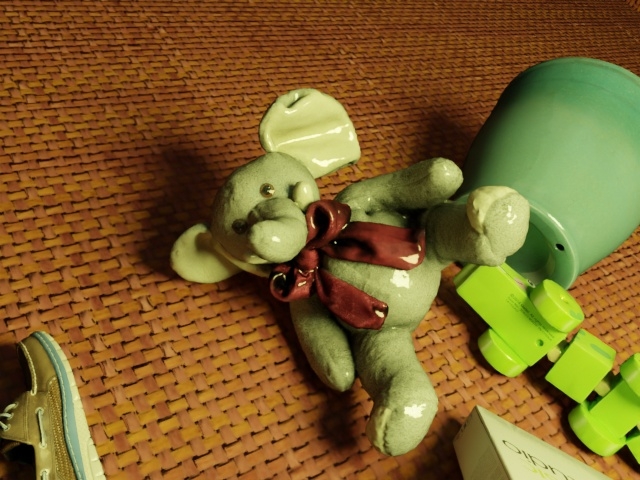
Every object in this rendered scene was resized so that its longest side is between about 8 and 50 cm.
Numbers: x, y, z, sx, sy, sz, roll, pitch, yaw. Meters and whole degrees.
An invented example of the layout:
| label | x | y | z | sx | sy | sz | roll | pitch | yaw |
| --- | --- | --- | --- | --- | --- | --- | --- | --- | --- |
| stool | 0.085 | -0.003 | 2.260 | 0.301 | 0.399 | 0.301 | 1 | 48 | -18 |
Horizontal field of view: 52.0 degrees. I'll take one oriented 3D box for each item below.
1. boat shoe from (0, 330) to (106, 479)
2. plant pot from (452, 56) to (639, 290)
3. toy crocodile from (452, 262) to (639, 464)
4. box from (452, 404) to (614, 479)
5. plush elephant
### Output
| label | x | y | z | sx | sy | sz | roll | pitch | yaw |
| --- | --- | --- | --- | --- | --- | --- | --- | --- | --- |
| boat shoe | -0.234 | 0.157 | 0.551 | 0.066 | 0.066 | 0.183 | -13 | 55 | -32 |
| plant pot | 0.308 | -0.067 | 0.895 | 0.272 | 0.271 | 0.255 | 36 | 57 | 12 |
| toy crocodile | 0.303 | 0.141 | 0.784 | 0.340 | 0.115 | 0.105 | 42 | 26 | 14 |
| box | 0.240 | 0.258 | 0.546 | 0.232 | 0.058 | 0.322 | 28 | 6 | 3 |
| plush elephant | 0.000 | 0.000 | 0.680 | 0.256 | 0.271 | 0.330 | 22 | 12 | -23 |
